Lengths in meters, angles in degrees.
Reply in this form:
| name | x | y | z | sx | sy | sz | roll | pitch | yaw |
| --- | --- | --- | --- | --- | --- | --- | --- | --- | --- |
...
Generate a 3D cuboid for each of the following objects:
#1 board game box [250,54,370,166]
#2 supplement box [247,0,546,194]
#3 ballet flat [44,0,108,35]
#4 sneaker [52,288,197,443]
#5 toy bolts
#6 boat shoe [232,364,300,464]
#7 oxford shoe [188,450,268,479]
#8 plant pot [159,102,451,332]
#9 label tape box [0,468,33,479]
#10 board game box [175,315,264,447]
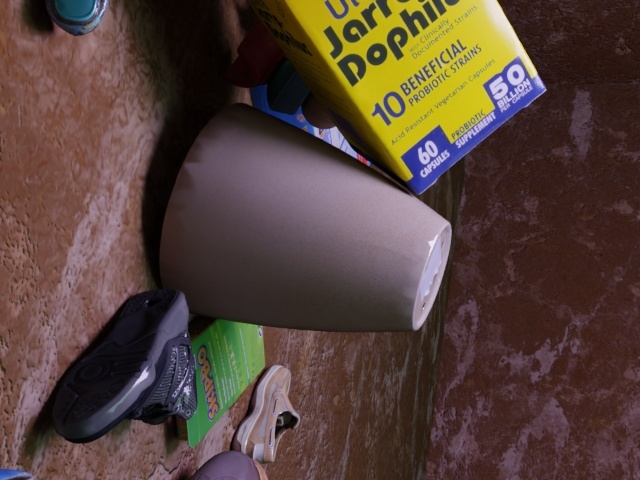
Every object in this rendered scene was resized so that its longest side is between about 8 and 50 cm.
| name | x | y | z | sx | sy | sz | roll | pitch | yaw |
| --- | --- | --- | --- | --- | --- | --- | --- | --- | --- |
| board game box | -0.002 | -0.188 | 1.526 | 0.302 | 0.086 | 0.308 | -67 | 154 | -51 |
| supplement box | 0.053 | -0.260 | 1.074 | 0.356 | 0.194 | 0.195 | 52 | -3 | -29 |
| ballet flat | -0.212 | -0.270 | 0.860 | 0.070 | 0.070 | 0.188 | 29 | 66 | -72 |
| sneaker | -0.178 | 0.151 | 0.956 | 0.227 | 0.087 | 0.130 | -66 | 147 | -65 |
| toy bolts | 0.009 | -0.258 | 1.238 | 0.228 | 0.158 | 0.218 | -57 | -174 | -22 |
| boat shoe | -0.063 | 0.251 | 1.392 | 0.190 | 0.072 | 0.068 | -68 | 154 | -51 |
| oxford shoe | -0.146 | 0.324 | 1.025 | 0.363 | 0.130 | 0.132 | -60 | 142 | -58 |
| plant pot | 0.000 | 0.000 | 1.118 | 0.256 | 0.274 | 0.256 | 17 | 90 | -73 |
| label tape box | -0.261 | 0.258 | 0.408 | 0.106 | 0.241 | 0.333 | 9 | 84 | -76 |
| board game box | -0.127 | 0.149 | 1.225 | 0.259 | 0.039 | 0.124 | -48 | 137 | -70 |
